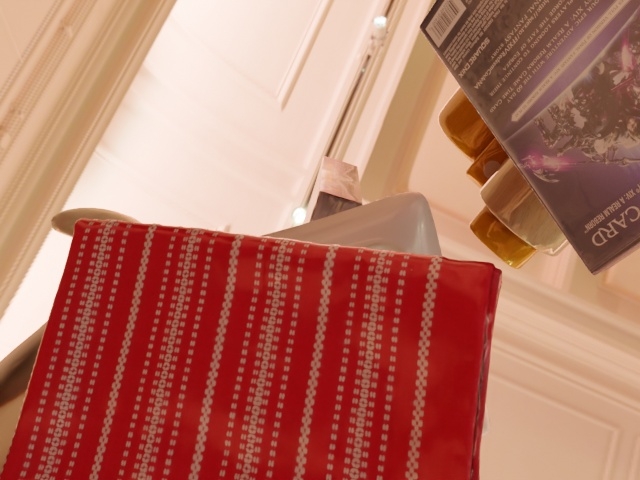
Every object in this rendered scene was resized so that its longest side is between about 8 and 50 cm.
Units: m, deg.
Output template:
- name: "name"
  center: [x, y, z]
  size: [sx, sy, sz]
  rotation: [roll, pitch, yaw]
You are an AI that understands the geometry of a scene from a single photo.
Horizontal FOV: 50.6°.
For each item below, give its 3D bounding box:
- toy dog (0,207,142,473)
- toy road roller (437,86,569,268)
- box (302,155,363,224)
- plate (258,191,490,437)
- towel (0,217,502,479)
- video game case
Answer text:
- name: "toy dog"
  center: [-0.216, 0.189, 0.487]
  size: [0.408, 0.284, 0.396]
  rotation: [-15, -76, -47]
- name: "toy road roller"
  center: [0.257, -0.127, 0.850]
  size: [0.240, 0.329, 0.202]
  rotation: [43, -66, 11]
- name: "box"
  center: [0.000, 0.000, 0.899]
  size: [0.056, 0.231, 0.183]
  rotation: [16, -72, -4]
- name: "plate"
  center: [0.015, 0.115, 0.704]
  size: [0.277, 0.045, 0.278]
  rotation: [-16, -87, 2]
- name: "towel"
  center: [-0.047, 0.090, 0.373]
  size: [0.274, 0.031, 0.199]
  rotation: [6, -107, 18]
- name: "video game case"
  center: [0.198, -0.136, 0.512]
  size: [0.026, 0.196, 0.274]
  rotation: [-17, -112, -34]
